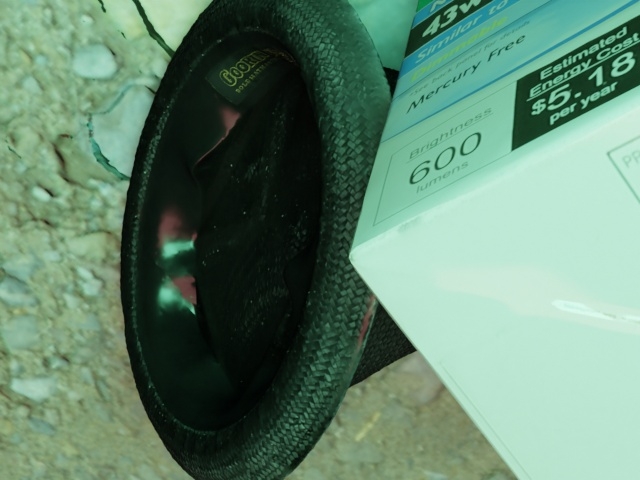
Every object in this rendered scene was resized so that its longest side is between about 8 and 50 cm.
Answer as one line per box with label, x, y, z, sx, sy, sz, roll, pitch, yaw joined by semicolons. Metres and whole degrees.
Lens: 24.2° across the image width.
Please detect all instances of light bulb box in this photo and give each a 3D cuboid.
light bulb box;0.238;-0.078;0.742;0.358;0.361;0.225;-28;113;24

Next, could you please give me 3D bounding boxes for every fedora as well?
fedora;0.000;0.000;0.927;0.152;0.334;0.334;2;129;-30
